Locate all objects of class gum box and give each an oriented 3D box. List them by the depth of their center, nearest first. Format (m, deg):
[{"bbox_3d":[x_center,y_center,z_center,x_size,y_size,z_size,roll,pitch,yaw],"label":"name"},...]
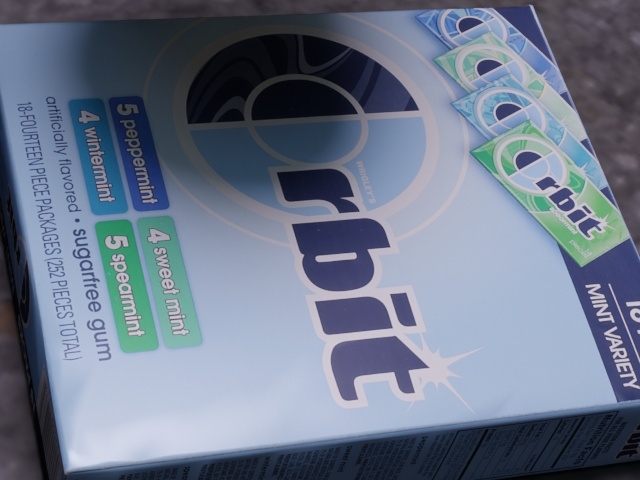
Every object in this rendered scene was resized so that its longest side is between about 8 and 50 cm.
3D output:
[{"bbox_3d":[0.000,0.000,0.484,0.184,0.041,0.157,-4,55,-18],"label":"gum box"}]
